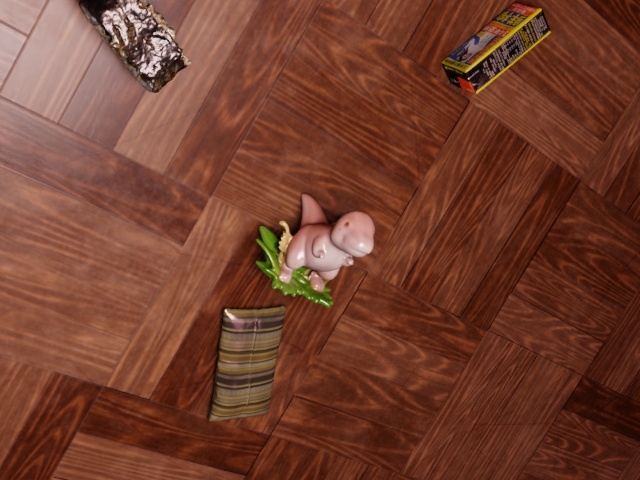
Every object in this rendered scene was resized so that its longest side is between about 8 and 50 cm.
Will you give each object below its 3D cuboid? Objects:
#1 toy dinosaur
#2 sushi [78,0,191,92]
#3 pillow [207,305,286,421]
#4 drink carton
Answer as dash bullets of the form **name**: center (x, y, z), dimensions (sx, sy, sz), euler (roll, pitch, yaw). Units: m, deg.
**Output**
- **toy dinosaur**: center (-0.006, -0.003, 1.302), dimensions (0.152, 0.194, 0.177), euler (23, 117, -22)
- **sushi**: center (-0.234, -0.264, 1.104), dimensions (0.078, 0.090, 0.150), euler (-42, 128, -3)
- **pillow**: center (-0.118, 0.200, 1.417), dimensions (0.113, 0.038, 0.203), euler (-2, 112, -29)
- **drink carton**: center (0.280, -0.306, 1.393), dimensions (0.165, 0.071, 0.056), euler (-40, 123, -7)
